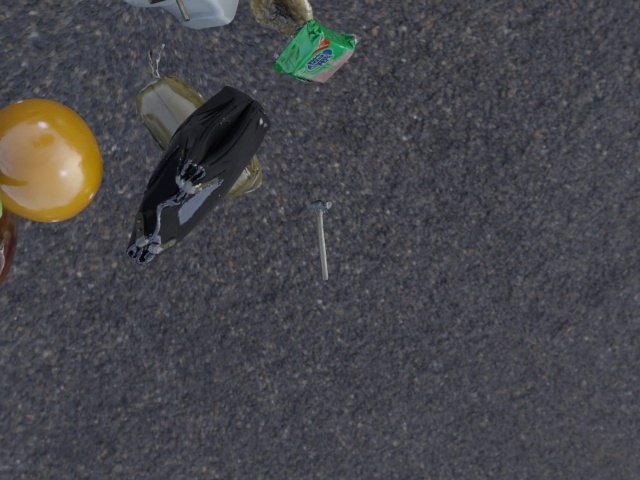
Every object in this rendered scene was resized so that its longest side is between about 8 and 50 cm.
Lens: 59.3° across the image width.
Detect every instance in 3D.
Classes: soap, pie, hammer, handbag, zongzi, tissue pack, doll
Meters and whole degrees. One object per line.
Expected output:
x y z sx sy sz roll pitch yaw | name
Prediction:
-0.011 -0.591 1.764 0.218 0.273 0.098 -45 80 23 | soap
-0.125 -0.754 1.806 0.218 0.052 0.185 24 142 -1 | pie
0.000 0.000 1.228 0.017 0.062 0.181 -24 115 -49 | hammer
-0.252 -0.111 1.073 0.152 0.288 0.342 34 118 -12 | handbag
-0.401 -0.348 1.850 0.218 0.467 0.500 -39 93 2 | zongzi
-0.395 -0.762 1.597 0.333 0.230 0.235 -1 98 -55 | tissue pack
-0.496 -0.131 0.947 0.236 0.214 0.213 -25 131 -55 | doll

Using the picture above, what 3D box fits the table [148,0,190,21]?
-0.198 -0.501 1.055 0.240 0.121 0.111 -35 88 -35 | table

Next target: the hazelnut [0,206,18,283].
-0.937 -0.015 1.362 0.402 0.429 0.402 -27 159 -11 | hazelnut
